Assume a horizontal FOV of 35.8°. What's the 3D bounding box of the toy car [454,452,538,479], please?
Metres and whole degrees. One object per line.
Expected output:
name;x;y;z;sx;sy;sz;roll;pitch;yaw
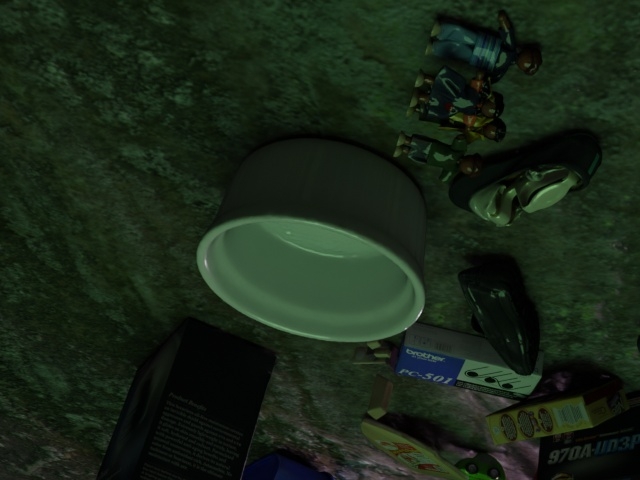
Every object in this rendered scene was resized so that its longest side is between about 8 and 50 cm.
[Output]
toy car;0.354;0.429;1.810;0.224;0.053;0.239;13;147;3

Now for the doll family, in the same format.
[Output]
doll family;0.148;-0.140;0.990;0.111;0.076;0.193;18;145;3

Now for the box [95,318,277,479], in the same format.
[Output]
box;-0.241;0.333;1.667;0.182;0.294;0.296;27;146;-15

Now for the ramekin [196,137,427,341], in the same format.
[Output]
ramekin;0.000;0.000;1.205;0.277;0.135;0.277;11;148;7

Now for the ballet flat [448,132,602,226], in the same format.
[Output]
ballet flat;0.217;-0.057;1.093;0.074;0.074;0.203;35;143;-30

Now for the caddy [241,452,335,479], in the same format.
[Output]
caddy;-0.089;0.591;2.066;0.179;0.241;0.341;31;145;-14

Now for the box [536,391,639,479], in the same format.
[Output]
box;0.433;0.334;1.515;0.051;0.175;0.220;32;145;-27

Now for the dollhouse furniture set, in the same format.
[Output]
dollhouse furniture set;0.064;0.209;1.528;0.081;0.114;0.091;-4;146;34

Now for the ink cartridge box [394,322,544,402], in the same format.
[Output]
ink cartridge box;0.221;0.183;1.487;0.207;0.046;0.097;13;147;3

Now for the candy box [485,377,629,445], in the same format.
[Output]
candy box;0.356;0.261;1.499;0.109;0.053;0.186;-10;169;-44

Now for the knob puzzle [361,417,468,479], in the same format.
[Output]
knob puzzle;0.156;0.370;1.804;0.213;0.030;0.213;26;159;11

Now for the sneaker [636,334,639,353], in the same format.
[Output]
sneaker;0.516;0.180;1.345;0.209;0.069;0.082;18;152;-7

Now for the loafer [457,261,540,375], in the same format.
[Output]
loafer;0.244;0.106;1.337;0.078;0.076;0.223;1;141;29
